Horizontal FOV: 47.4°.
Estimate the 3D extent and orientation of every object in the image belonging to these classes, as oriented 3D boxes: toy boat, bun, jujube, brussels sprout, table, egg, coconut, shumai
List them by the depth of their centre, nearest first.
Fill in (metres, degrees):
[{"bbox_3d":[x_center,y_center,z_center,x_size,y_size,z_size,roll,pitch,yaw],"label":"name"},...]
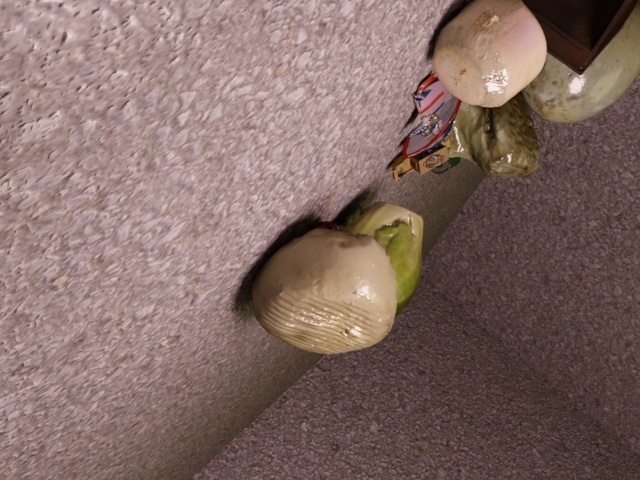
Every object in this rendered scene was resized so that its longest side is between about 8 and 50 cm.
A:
[{"bbox_3d":[0.354,-0.399,1.499,0.234,0.224,0.224,-46,167,-10],"label":"coconut"},{"bbox_3d":[0.009,0.113,1.644,0.362,0.326,0.235,105,-14,-55],"label":"bun"},{"bbox_3d":[0.618,-0.596,1.718,0.196,0.250,0.282,-46,168,-17],"label":"table"},{"bbox_3d":[0.000,0.000,1.754,0.077,0.077,0.129,-43,177,-27],"label":"jujube"},{"bbox_3d":[0.282,-0.335,1.798,0.219,0.072,0.318,-42,156,-21],"label":"toy boat"},{"bbox_3d":[0.124,0.064,1.902,0.355,0.281,0.289,-60,169,1],"label":"brussels sprout"},{"bbox_3d":[0.273,-0.218,1.949,0.200,0.077,0.057,-29,130,-14],"label":"toy boat"},{"bbox_3d":[0.719,-0.526,2.031,0.428,0.345,0.345,-58,168,-5],"label":"egg"},{"bbox_3d":[0.458,-0.292,2.110,0.288,0.292,0.330,-20,173,30],"label":"shumai"}]

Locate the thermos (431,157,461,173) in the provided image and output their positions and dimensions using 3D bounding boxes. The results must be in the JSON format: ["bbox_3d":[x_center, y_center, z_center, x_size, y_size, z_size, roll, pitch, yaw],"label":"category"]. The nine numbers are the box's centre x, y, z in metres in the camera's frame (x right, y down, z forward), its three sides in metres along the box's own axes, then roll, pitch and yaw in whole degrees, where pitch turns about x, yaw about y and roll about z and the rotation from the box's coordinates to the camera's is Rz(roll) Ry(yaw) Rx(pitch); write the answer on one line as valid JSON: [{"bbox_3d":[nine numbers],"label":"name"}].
[{"bbox_3d":[0.414,-0.265,2.401,0.083,0.073,0.187,-57,166,26],"label":"thermos"}]
